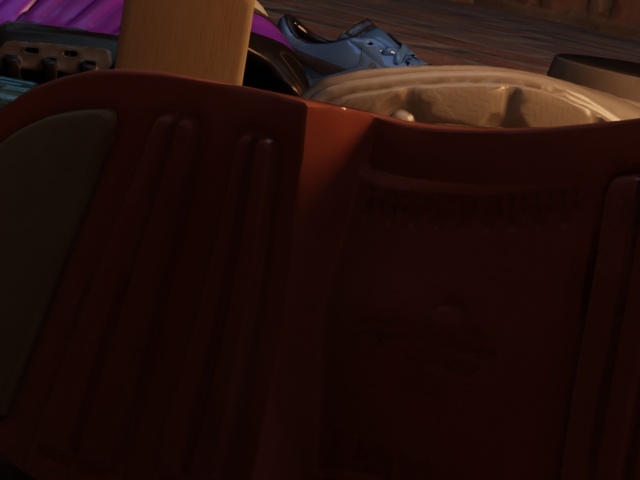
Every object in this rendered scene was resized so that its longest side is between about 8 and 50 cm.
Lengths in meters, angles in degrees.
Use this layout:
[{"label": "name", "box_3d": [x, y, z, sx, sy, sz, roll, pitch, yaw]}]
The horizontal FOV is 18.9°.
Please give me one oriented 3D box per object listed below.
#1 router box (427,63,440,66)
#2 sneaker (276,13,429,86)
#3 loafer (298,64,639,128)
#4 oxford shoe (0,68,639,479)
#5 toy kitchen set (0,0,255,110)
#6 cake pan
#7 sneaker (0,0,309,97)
[{"label": "router box", "box_3d": [0.116, -0.102, 1.480, 0.179, 0.046, 0.133, 17, 12, 35]}, {"label": "sneaker", "box_3d": [0.051, -0.113, 1.384, 0.209, 0.082, 0.069, 16, 10, 23]}, {"label": "loafer", "box_3d": [0.123, -0.006, 0.818, 0.319, 0.112, 0.111, 14, 3, -22]}, {"label": "oxford shoe", "box_3d": [0.095, 0.037, 0.460, 0.397, 0.140, 0.146, 19, 6, 32]}, {"label": "toy kitchen set", "box_3d": [-0.142, -0.071, 0.847, 0.207, 0.122, 0.166, 9, 10, -6]}, {"label": "cake pan", "box_3d": [0.341, -0.127, 1.813, 0.293, 0.054, 0.293, 10, 10, -2]}, {"label": "sneaker", "box_3d": [-0.133, -0.082, 0.987, 0.293, 0.102, 0.146, -3, 32, -26]}]
